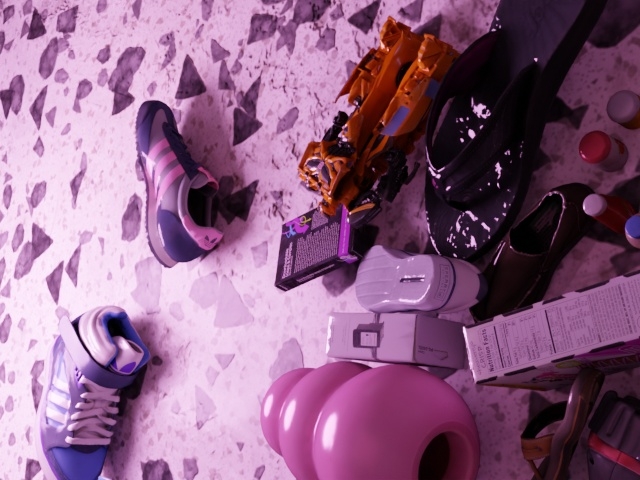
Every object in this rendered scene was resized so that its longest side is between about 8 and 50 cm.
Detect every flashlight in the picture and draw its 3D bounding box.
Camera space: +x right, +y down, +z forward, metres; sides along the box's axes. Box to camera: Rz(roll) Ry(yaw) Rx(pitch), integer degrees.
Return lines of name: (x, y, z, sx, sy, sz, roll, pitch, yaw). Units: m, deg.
flashlight: (0.288, 0.316, 0.959, 0.103, 0.103, 0.304, -124, 58, -80)

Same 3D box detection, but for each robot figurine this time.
robot figurine: (0.071, -0.161, 1.259, 0.291, 0.085, 0.211, -57, 37, 7)

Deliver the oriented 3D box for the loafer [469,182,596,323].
loafer: (0.243, 0.017, 1.088, 0.080, 0.078, 0.220, 45, 111, 39)

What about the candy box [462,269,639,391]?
candy box: (0.296, 0.102, 0.966, 0.233, 0.159, 0.071, -24, 65, 39)

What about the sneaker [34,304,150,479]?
sneaker: (-0.398, 0.274, 1.598, 0.236, 0.130, 0.322, -31, 56, 40)

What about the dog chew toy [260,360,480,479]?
dog chew toy: (0.042, 0.248, 1.155, 0.332, 0.207, 0.206, 6, 86, 51)

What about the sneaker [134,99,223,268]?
sneaker: (-0.238, -0.115, 1.566, 0.131, 0.112, 0.318, -19, 70, 21)

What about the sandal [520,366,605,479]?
sandal: (0.252, 0.214, 0.985, 0.060, 0.090, 0.219, 22, 138, 18)

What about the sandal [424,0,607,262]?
sandal: (0.201, -0.174, 1.095, 0.167, 0.107, 0.445, 49, 130, 47)

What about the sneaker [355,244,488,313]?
sneaker: (0.124, 0.061, 1.175, 0.258, 0.091, 0.094, -171, 96, -70)

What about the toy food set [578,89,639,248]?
toy food set: (0.350, -0.066, 0.987, 0.111, 0.105, 0.232, -36, 59, 33)

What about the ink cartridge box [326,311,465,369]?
ink cartridge box: (0.100, 0.130, 1.176, 0.151, 0.109, 0.063, -3, 77, 44)

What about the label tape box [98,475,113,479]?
label tape box: (-0.226, 0.515, 1.404, 0.348, 0.115, 0.249, -3, 79, 45)

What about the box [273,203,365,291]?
box: (0.000, 0.000, 1.331, 0.162, 0.029, 0.116, -24, 45, 37)
